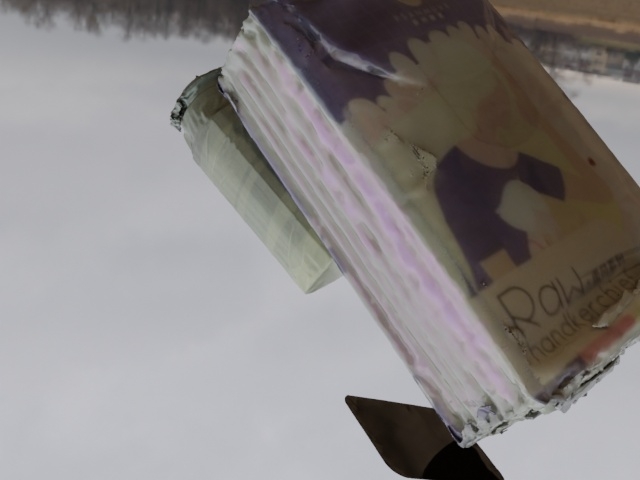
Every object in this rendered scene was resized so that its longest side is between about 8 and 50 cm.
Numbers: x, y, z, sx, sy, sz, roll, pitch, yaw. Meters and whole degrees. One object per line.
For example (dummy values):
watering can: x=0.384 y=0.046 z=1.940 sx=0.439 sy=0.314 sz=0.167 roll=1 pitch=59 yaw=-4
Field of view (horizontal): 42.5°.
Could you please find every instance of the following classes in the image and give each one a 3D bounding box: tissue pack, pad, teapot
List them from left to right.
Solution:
teapot: x=-0.031 y=-0.061 z=0.705 sx=0.107 sy=0.077 sz=0.200 roll=-30 pitch=-106 yaw=-39
pad: x=0.167 y=0.315 z=1.297 sx=0.267 sy=0.004 sz=0.181 roll=17 pitch=-157 yaw=-37
tissue pack: x=0.110 y=-0.044 z=0.632 sx=0.242 sy=0.125 sz=0.343 roll=-24 pitch=-105 yaw=-39

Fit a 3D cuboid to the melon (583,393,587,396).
melon: x=0.399 y=0.214 z=1.469 sx=0.160 sy=0.128 sz=0.079 roll=11 pitch=-162 yaw=-1
